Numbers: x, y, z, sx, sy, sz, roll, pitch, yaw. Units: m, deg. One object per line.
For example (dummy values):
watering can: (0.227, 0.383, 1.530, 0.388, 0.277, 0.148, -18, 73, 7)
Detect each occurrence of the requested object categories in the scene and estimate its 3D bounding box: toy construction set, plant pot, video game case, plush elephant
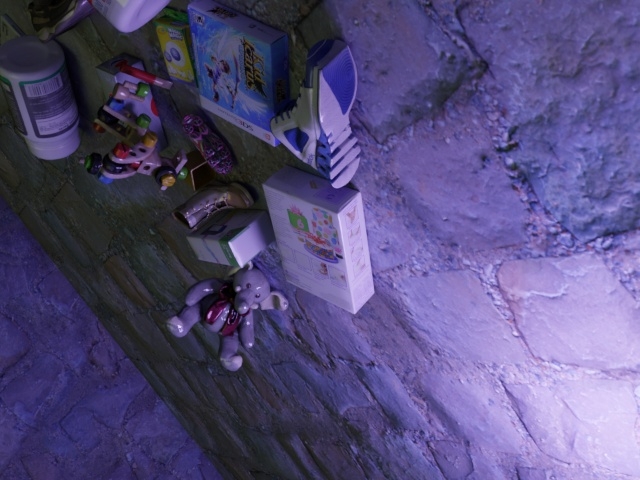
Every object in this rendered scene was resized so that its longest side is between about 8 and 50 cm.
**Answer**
toy construction set: (-0.454, -0.277, 1.806, 0.257, 0.237, 0.309, 40, 111, 52)
plant pot: (-0.349, -0.203, 1.912, 0.083, 0.081, 0.081, 36, 147, 29)
video game case: (-0.992, -0.620, 2.279, 0.183, 0.023, 0.201, 47, 147, 1)
video game case: (-0.180, -0.374, 1.535, 0.244, 0.061, 0.270, 30, 144, 24)
plush elephant: (-0.253, 0.185, 2.077, 0.272, 0.330, 0.255, 42, 128, -15)

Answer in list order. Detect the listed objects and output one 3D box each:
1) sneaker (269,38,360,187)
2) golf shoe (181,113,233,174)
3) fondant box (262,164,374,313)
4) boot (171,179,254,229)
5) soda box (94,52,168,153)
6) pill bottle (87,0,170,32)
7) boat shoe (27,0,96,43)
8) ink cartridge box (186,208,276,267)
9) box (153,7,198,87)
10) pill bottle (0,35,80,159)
sneaker: (-0.027, -0.261, 1.411, 0.182, 0.127, 0.316, 26, 144, 27)
golf shoe: (-0.294, -0.257, 1.811, 0.186, 0.067, 0.086, 55, 176, -15)
fondant box: (0.000, 0.000, 1.695, 0.238, 0.096, 0.330, 23, 142, 34)
boot: (-0.296, -0.092, 1.880, 0.213, 0.165, 0.077, 15, 136, 44)
soda box: (-0.523, -0.368, 1.918, 0.091, 0.098, 0.286, 27, 142, 33)
pill bottle: (-0.474, -0.645, 1.387, 0.407, 0.229, 0.229, 44, 149, -10)
boat shoe: (-0.699, -0.624, 1.817, 0.355, 0.132, 0.130, -2, 126, 50)
ink cartridge box: (-0.249, -0.012, 1.923, 0.212, 0.154, 0.093, 5, 129, 48)
box: (-0.336, -0.463, 1.644, 0.105, 0.043, 0.179, 25, 140, 32)
pill bottle: (-0.879, -0.441, 2.167, 0.204, 0.204, 0.361, 35, 146, 20)
